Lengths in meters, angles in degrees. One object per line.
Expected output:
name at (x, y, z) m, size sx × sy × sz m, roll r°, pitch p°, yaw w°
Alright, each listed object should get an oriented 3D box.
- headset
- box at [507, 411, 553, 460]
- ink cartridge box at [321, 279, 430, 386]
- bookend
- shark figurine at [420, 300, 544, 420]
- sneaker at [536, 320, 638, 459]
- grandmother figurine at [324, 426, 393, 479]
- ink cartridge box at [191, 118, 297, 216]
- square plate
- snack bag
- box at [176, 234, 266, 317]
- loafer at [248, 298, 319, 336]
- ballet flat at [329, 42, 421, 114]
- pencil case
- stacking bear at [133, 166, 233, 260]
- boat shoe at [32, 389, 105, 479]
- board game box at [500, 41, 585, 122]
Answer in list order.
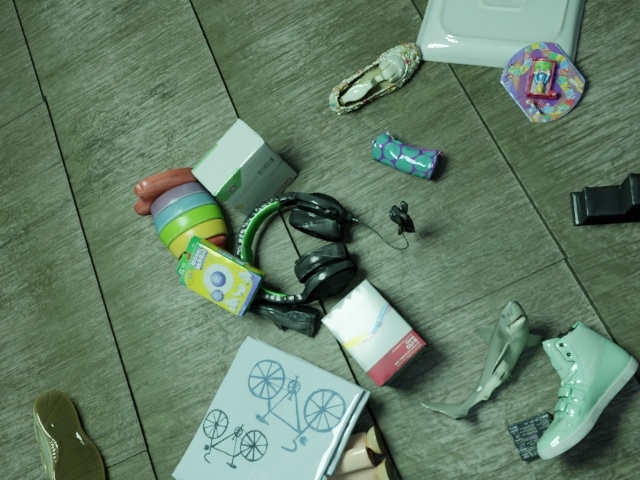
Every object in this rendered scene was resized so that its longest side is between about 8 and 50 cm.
headset at (0.000, 0.000, 1.190) m, size 0.394 × 0.185 × 0.243 m, roll -10°, pitch 76°, yaw 13°
box at (0.410, 0.373, 1.080) m, size 0.083 × 0.018 × 0.067 m, roll -25°, pitch 72°, yaw 9°
ink cartridge box at (0.114, 0.188, 1.147) m, size 0.127 × 0.128 × 0.176 m, roll -44°, pitch 71°, yaw 3°
bookend at (0.568, -0.083, 1.065) m, size 0.157 × 0.156 × 0.072 m, roll -4°, pitch 77°, yaw 16°
shark figurine at (0.324, 0.230, 1.113) m, size 0.116 × 0.166 × 0.278 m, roll 42°, pitch 110°, yaw 45°
sneaker at (0.445, 0.269, 1.046) m, size 0.151 × 0.094 × 0.256 m, roll 42°, pitch 78°, yaw 15°
grandmother figurine at (-0.036, 0.472, 1.144) m, size 0.342 × 0.104 × 0.207 m, roll -20°, pitch 64°, yaw 8°
ink cartridge box at (-0.161, -0.148, 1.256) m, size 0.154 × 0.212 × 0.093 m, roll -48°, pitch 67°, yaw 2°
square plate at (0.414, -0.554, 1.271) m, size 0.347 × 0.049 × 0.344 m, roll 12°, pitch 82°, yaw 18°
snack bag at (-0.105, 0.396, 1.142) m, size 0.323 × 0.037 × 0.342 m, roll 17°, pitch 70°, yaw 32°
box at (-0.217, 0.073, 1.195) m, size 0.179 × 0.043 × 0.105 m, roll 29°, pitch 104°, yaw 6°
loafer at (-0.089, 0.170, 1.245) m, size 0.170 × 0.062 × 0.061 m, roll 11°, pitch 103°, yaw 21°
ballet flat at (0.127, -0.362, 1.287) m, size 0.241 × 0.077 × 0.091 m, roll -34°, pitch 103°, yaw 11°
pencil case at (0.187, -0.187, 1.244) m, size 0.152 × 0.064 × 0.070 m, roll 24°, pitch 110°, yaw 19°
stacking bear at (-0.286, -0.006, 1.293) m, size 0.164 × 0.175 × 0.289 m, roll -26°, pitch 81°, yaw -24°
boat shoe at (-0.582, 0.496, 1.298) m, size 0.302 × 0.109 × 0.098 m, roll 58°, pitch 136°, yaw 18°
board game box at (0.469, -0.336, 1.189) m, size 0.133 × 0.033 × 0.168 m, roll -36°, pitch 85°, yaw 15°
